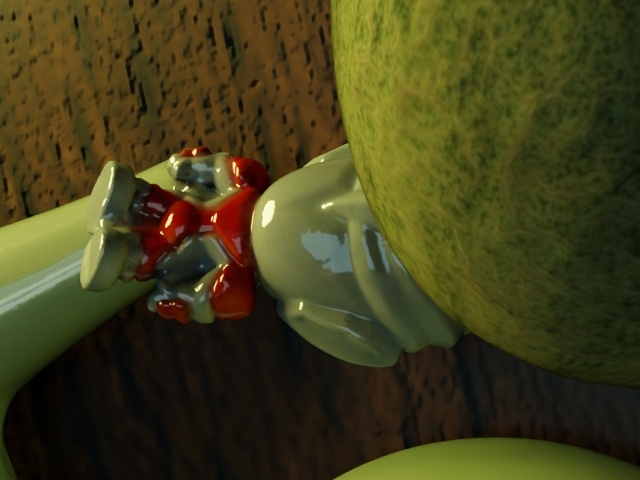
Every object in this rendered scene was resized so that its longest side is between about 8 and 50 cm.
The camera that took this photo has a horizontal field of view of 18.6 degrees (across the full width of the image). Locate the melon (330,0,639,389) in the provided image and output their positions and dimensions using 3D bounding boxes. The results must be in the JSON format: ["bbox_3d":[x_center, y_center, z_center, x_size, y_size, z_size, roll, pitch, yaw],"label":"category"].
[{"bbox_3d":[0.133,-0.107,0.555,0.248,0.248,0.329,38,115,18],"label":"melon"}]

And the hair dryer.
[{"bbox_3d":[-0.103,0.068,0.785,0.225,0.088,0.219,43,107,3],"label":"hair dryer"}]

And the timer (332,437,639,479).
[{"bbox_3d":[0.012,0.227,0.601,0.291,0.315,0.291,2,95,27],"label":"timer"}]

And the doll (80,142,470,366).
[{"bbox_3d":[0.000,0.000,0.712,0.180,0.079,0.094,4,65,8],"label":"doll"}]
